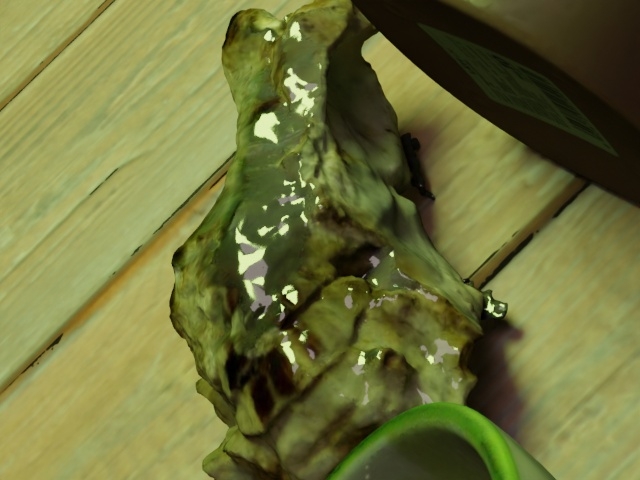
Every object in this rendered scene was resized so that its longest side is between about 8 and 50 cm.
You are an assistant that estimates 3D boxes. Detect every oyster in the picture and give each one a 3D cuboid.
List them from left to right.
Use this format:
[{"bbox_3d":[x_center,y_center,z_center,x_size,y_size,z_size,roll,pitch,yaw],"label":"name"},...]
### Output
[{"bbox_3d":[0.006,-0.002,0.884,0.198,0.133,0.337,-8,60,19],"label":"oyster"}]

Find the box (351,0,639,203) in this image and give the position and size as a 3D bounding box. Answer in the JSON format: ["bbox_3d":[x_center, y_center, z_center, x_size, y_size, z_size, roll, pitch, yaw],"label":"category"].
[{"bbox_3d":[0.166,-0.161,0.804,0.301,0.301,0.216,30,85,42],"label":"box"}]

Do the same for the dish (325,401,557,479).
[{"bbox_3d":[0.049,0.242,0.650,0.324,0.124,0.324,-57,17,29],"label":"dish"}]
